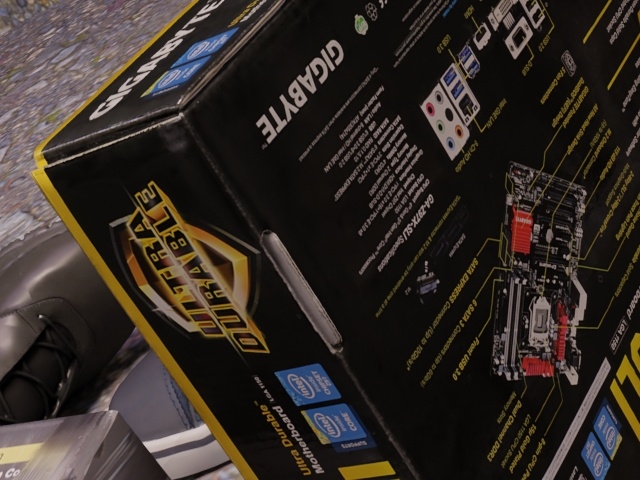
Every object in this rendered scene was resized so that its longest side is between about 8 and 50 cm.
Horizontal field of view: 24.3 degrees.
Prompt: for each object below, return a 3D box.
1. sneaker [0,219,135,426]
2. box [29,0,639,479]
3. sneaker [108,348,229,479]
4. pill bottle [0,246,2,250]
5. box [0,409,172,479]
[{"bbox_3d":[-0.203,0.103,0.921,0.286,0.109,0.130,-45,30,-9],"label":"sneaker"},{"bbox_3d":[0.064,-0.022,0.593,0.079,0.257,0.322,-13,28,39],"label":"box"},{"bbox_3d":[0.000,0.000,0.819,0.321,0.127,0.126,-34,22,-2],"label":"sneaker"},{"bbox_3d":[-0.300,0.052,1.117,0.117,0.117,0.215,-27,21,11],"label":"pill bottle"},{"bbox_3d":[-0.257,0.217,0.494,0.394,0.097,0.318,-11,37,30],"label":"box"}]
